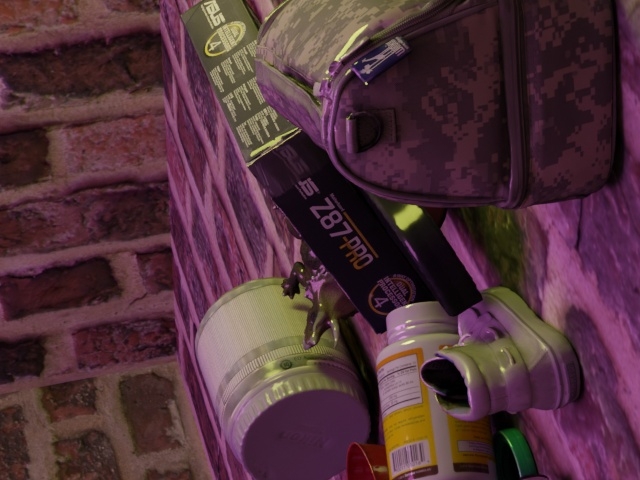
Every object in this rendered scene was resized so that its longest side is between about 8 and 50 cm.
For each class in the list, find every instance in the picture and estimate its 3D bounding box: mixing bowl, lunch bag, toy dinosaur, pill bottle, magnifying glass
[{"bbox_3d":[0.105,0.341,2.076,0.181,0.098,0.181,171,90,-78],"label":"mixing bowl"},{"bbox_3d":[0.090,-0.144,1.420,0.305,0.256,0.212,-133,35,-67],"label":"lunch bag"},{"bbox_3d":[0.000,0.000,2.314,0.160,0.121,0.313,164,100,-65],"label":"toy dinosaur"},{"bbox_3d":[0.124,0.180,1.765,0.117,0.117,0.215,110,156,-66],"label":"pill bottle"},{"bbox_3d":[0.223,0.311,1.709,0.092,0.026,0.231,110,147,-66],"label":"magnifying glass"}]

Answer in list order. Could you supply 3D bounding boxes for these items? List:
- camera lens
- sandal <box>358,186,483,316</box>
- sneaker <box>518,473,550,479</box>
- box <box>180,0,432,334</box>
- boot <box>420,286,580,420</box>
[{"bbox_3d":[-0.058,0.205,2.410,0.274,0.219,0.219,-116,20,-50],"label":"camera lens"},{"bbox_3d":[0.093,-0.078,1.785,0.167,0.107,0.445,56,-178,-40],"label":"sandal"},{"bbox_3d":[0.147,0.348,1.575,0.108,0.271,0.100,47,177,35],"label":"sneaker"},{"bbox_3d":[-0.024,-0.108,2.011,0.318,0.097,0.395,51,-172,-35],"label":"box"},{"bbox_3d":[0.156,0.113,1.626,0.258,0.123,0.095,-148,50,-73],"label":"boot"}]
